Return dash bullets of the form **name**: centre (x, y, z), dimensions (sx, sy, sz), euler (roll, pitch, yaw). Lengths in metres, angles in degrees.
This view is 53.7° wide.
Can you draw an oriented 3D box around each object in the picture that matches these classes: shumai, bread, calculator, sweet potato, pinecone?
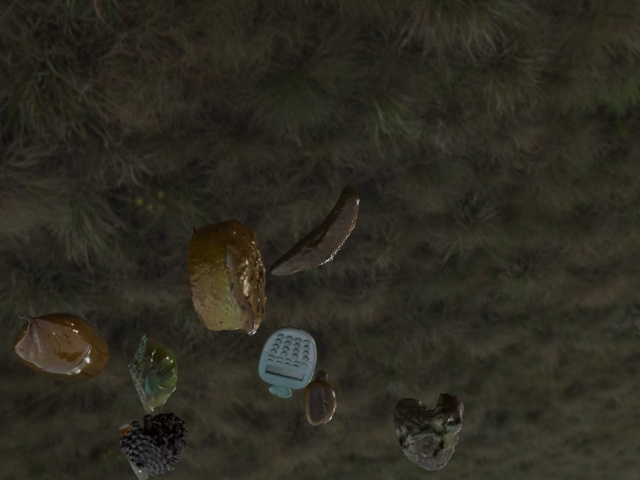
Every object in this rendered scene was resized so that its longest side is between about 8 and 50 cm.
- **shumai**: centre (0.297, 0.489, 1.641), dimensions (0.153, 0.209, 0.161), euler (-32, -175, 32)
- **bread**: centre (-0.298, 0.126, 2.098), dimensions (0.216, 0.397, 0.398), euler (-6, 148, 4)
- **calculator**: centre (-0.109, 0.403, 2.090), dimensions (0.184, 0.042, 0.295), euler (14, 119, -2)
- **sweet potato**: centre (0.004, 0.001, 1.759), dimensions (0.114, 0.092, 0.341), euler (41, 104, -11)
- **bread**: centre (-0.565, 0.454, 2.181), dimensions (0.156, 0.158, 0.260), euler (-21, 107, -26)
- **pinecone**: centre (-0.264, 0.327, 1.019), dimensions (0.102, 0.102, 0.109), euler (-31, 167, 15)

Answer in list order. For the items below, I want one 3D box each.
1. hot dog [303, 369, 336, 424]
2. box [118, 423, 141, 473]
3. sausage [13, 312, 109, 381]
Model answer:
- **hot dog**: centre (-0.004, 0.425, 1.708), dimensions (0.090, 0.140, 0.060), euler (-6, 180, -10)
- **box**: centre (-0.487, 0.557, 1.652), dimensions (0.032, 0.122, 0.220), euler (-20, 160, -21)
- **sausage**: centre (-0.402, 0.163, 0.982), dimensions (0.112, 0.112, 0.328), euler (-13, 166, -13)
